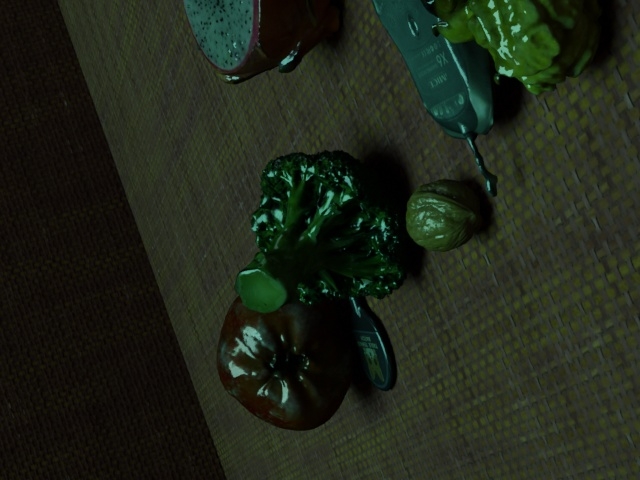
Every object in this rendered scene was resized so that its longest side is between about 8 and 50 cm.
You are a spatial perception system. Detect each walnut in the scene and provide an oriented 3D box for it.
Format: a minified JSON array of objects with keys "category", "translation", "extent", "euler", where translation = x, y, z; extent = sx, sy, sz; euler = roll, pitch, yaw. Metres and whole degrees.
[{"category":"walnut","translation":[0.173,-0.034,1.737],"extent":[0.124,0.105,0.105],"euler":[6,112,57]}]

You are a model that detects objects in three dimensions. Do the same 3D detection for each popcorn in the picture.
[{"category":"popcorn","translation":[0.218,-0.250,1.384],"extent":[0.195,0.173,0.168],"euler":[11,139,58]}]

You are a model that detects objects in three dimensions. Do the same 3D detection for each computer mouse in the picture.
[{"category":"computer mouse","translation":[0.169,-0.238,1.596],"extent":[0.379,0.090,0.167],"euler":[69,161,-4]}]

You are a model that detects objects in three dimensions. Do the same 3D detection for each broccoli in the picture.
[{"category":"broccoli","translation":[0.000,0.000,1.973],"extent":[0.297,0.297,0.298],"euler":[18,132,21]}]

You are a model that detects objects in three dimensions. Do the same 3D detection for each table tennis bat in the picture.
[{"category":"table tennis bat","translation":[0.081,0.157,2.241],"extent":[0.150,0.027,0.236],"euler":[-4,105,70]}]

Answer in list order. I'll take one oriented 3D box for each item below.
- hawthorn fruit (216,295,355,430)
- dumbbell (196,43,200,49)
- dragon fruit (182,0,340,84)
[{"category":"hawthorn fruit","translation":[-0.061,0.206,2.336],"extent":[0.284,0.284,0.284],"euler":[163,90,-70]},{"category":"dumbbell","translation":[-0.221,-0.446,2.471],"extent":[0.081,0.081,0.254],"euler":[-179,73,-69]},{"category":"dragon fruit","translation":[-0.087,-0.409,2.018],"extent":[0.290,0.189,0.291],"euler":[37,136,47]}]
